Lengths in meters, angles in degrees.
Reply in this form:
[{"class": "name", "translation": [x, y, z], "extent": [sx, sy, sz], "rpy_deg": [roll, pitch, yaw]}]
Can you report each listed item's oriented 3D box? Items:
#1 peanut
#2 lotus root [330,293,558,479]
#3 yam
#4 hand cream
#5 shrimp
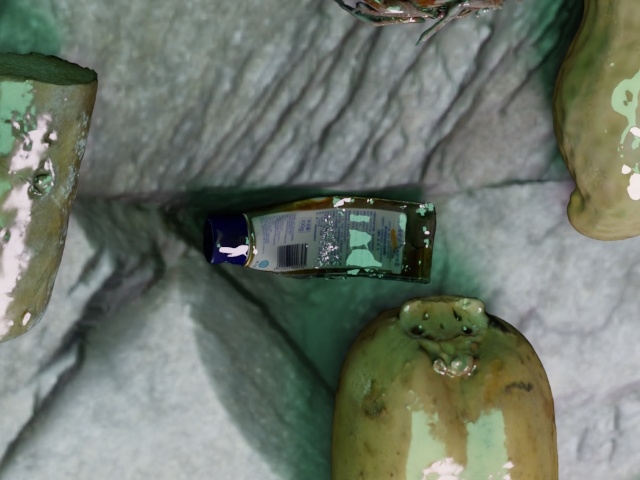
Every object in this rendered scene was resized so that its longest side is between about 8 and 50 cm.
[{"class": "peanut", "translation": [0.218, -0.124, 1.138], "extent": [0.117, 0.101, 0.263], "rpy_deg": [15, 104, 11]}, {"class": "lotus root", "translation": [0.087, 0.180, 1.183], "extent": [0.160, 0.146, 0.284], "rpy_deg": [3, 108, 12]}, {"class": "yam", "translation": [-0.218, -0.027, 1.119], "extent": [0.107, 0.107, 0.194], "rpy_deg": [12, 104, -9]}, {"class": "hand cream", "translation": [0.000, 0.000, 1.185], "extent": [0.163, 0.039, 0.062], "rpy_deg": [1, 103, -12]}, {"class": "shrimp", "translation": [0.070, -0.180, 1.128], "extent": [0.190, 0.073, 0.075], "rpy_deg": [-13, 62, -12]}]
